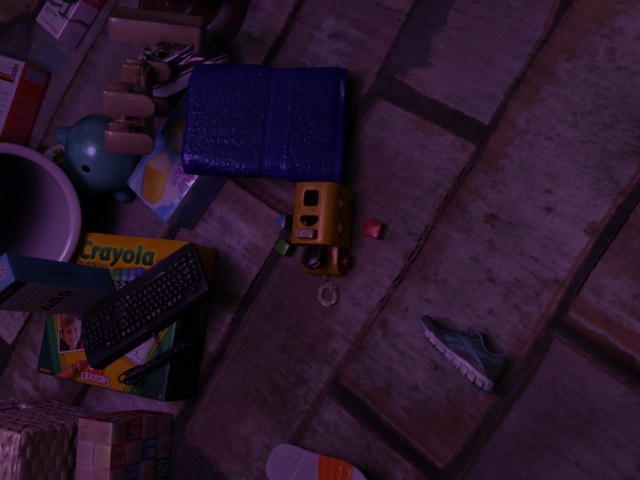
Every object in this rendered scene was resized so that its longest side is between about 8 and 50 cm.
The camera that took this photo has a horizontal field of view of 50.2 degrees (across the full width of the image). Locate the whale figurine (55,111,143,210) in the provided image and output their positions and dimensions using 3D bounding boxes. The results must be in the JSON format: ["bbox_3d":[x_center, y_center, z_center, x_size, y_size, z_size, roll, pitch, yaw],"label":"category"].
[{"bbox_3d":[-0.505,-0.154,1.490,0.272,0.141,0.216,-34,107,27],"label":"whale figurine"}]

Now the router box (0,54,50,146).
[{"bbox_3d":[-0.885,-0.339,1.775,0.336,0.082,0.301,21,92,29],"label":"router box"}]

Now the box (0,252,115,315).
[{"bbox_3d":[-0.521,0.089,1.305,0.101,0.244,0.060,-35,67,18],"label":"box"}]

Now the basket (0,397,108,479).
[{"bbox_3d":[-0.589,0.495,1.358,0.267,0.328,0.331,0,81,23],"label":"basket"}]

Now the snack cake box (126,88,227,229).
[{"bbox_3d":[-0.266,-0.173,1.423,0.152,0.089,0.264,42,102,27],"label":"snack cake box"}]

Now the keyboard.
[{"bbox_3d":[-0.335,0.162,1.321,0.317,0.033,0.201,-34,69,18],"label":"keyboard"}]

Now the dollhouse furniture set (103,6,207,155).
[{"bbox_3d":[-0.308,-0.303,1.300,0.161,0.212,0.242,5,120,-6],"label":"dollhouse furniture set"}]

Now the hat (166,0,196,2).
[{"bbox_3d":[-0.268,-0.561,1.392,0.331,0.331,0.133,29,139,28],"label":"hat"}]

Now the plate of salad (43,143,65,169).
[{"bbox_3d":[-0.635,-0.137,1.633,0.200,0.048,0.199,-5,79,28],"label":"plate of salad"}]

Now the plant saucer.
[{"bbox_3d":[-0.298,-0.532,1.520,0.311,0.050,0.310,-5,79,27],"label":"plant saucer"}]

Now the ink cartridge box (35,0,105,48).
[{"bbox_3d":[-0.615,-0.567,1.681,0.109,0.063,0.150,42,101,26],"label":"ink cartridge box"}]

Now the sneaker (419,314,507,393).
[{"bbox_3d":[0.238,0.174,1.130,0.076,0.065,0.166,-46,67,-4],"label":"sneaker"}]

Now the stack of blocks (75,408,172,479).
[{"bbox_3d":[-0.388,0.491,1.335,0.087,0.171,0.297,-1,83,28],"label":"stack of blocks"}]

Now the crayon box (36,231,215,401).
[{"bbox_3d":[-0.413,0.149,1.438,0.363,0.106,0.312,4,84,28],"label":"crayon box"}]

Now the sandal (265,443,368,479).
[{"bbox_3d":[0.011,0.425,1.200,0.265,0.076,0.101,11,72,49],"label":"sandal"}]

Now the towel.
[{"bbox_3d":[-0.101,-0.220,1.297,0.309,0.076,0.227,4,79,2],"label":"towel"}]

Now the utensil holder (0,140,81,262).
[{"bbox_3d":[-0.745,-0.070,1.457,0.386,0.328,0.327,19,91,46],"label":"utensil holder"}]

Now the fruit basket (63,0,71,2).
[{"bbox_3d":[-0.585,-0.758,1.490,0.283,0.392,0.392,42,102,26],"label":"fruit basket"}]

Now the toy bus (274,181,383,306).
[{"bbox_3d":[-0.004,-0.012,1.251,0.191,0.104,0.202,-46,64,14],"label":"toy bus"}]

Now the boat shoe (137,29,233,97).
[{"bbox_3d":[-0.338,-0.359,1.458,0.306,0.113,0.104,-16,105,24],"label":"boat shoe"}]
